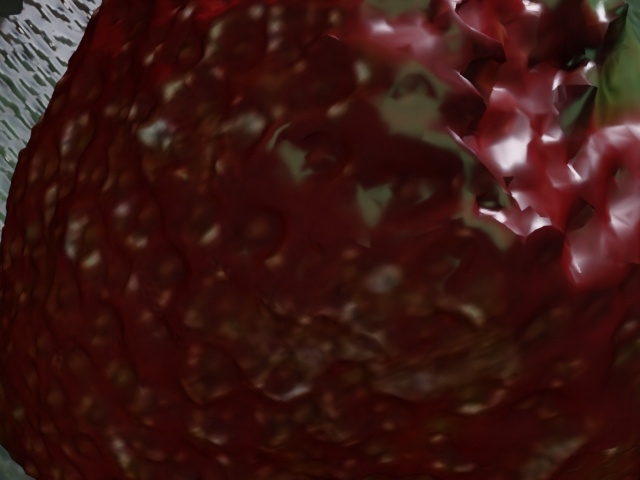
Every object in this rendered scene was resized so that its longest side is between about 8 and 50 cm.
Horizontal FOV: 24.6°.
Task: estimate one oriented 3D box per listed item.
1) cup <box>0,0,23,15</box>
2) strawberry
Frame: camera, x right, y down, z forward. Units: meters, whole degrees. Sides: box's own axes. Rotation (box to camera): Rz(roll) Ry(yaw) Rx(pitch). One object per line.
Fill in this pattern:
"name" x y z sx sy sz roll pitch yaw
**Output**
"cup" -0.166 -0.116 0.612 0.083 0.075 0.054 -1 114 -16
"strawberry" 0.000 0.000 0.522 0.277 0.257 0.257 -34 78 9
